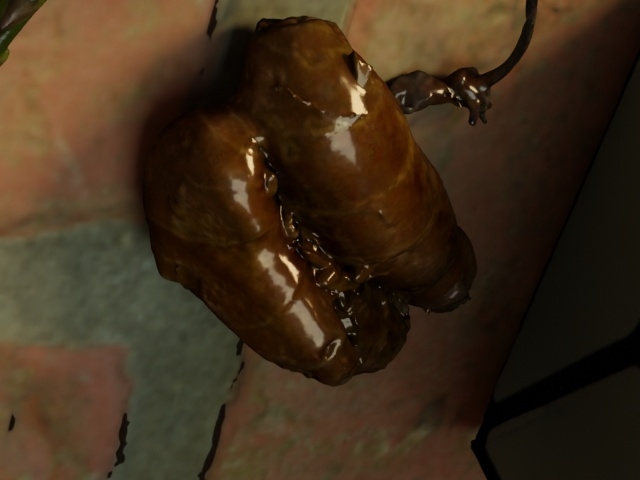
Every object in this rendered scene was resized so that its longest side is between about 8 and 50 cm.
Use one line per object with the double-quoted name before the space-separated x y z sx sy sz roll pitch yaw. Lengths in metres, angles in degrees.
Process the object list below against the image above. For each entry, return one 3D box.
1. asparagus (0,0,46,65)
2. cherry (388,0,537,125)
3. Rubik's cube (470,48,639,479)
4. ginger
"asparagus" -0.068 -0.108 0.592 0.248 0.025 0.024 -51 175 5
"cherry" 0.058 -0.126 0.625 0.107 0.090 0.225 -20 139 -43
"Rubik's cube" 0.232 0.065 0.712 0.246 0.250 0.248 15 113 -17
"ginger" 0.000 0.000 0.672 0.103 0.073 0.162 -41 134 -3
